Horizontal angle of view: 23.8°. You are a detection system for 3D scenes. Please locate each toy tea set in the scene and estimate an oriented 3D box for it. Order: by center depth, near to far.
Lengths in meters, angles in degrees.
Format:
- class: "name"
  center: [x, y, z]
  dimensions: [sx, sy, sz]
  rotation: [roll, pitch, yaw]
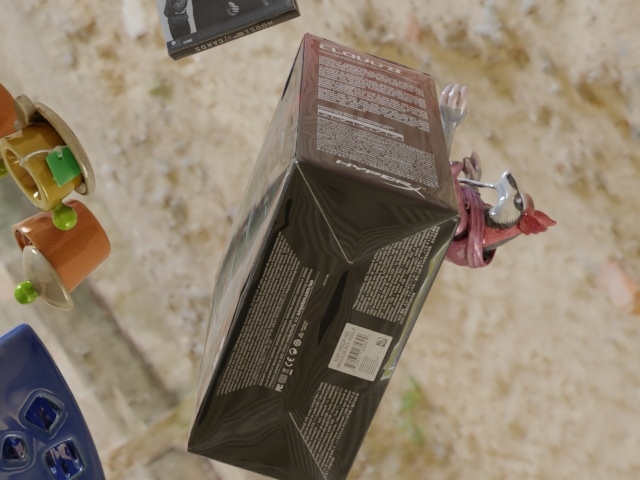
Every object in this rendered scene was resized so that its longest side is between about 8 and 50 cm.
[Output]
- class: "toy tea set"
  center: [-0.291, -0.084, 1.217]
  dimensions: [0.336, 0.124, 0.200]
  rotation: [57, 159, -7]

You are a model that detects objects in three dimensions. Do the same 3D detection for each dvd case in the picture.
- class: "dvd case"
  center: [-0.137, -0.369, 1.979]
  dimensions: [0.029, 0.179, 0.238]
  rotation: [49, -155, -66]

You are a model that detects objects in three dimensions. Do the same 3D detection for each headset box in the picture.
- class: "headset box"
  center: [0.000, 0.000, 1.058]
  dimensions: [0.293, 0.110, 0.218]
  rotation: [-88, 18, -65]

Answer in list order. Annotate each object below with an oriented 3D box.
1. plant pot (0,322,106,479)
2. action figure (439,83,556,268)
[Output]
- class: "plant pot"
  center: [-0.273, 0.233, 1.164]
  dimensions: [0.212, 0.236, 0.236]
  rotation: [51, 151, 1]
- class: "action figure"
  center: [0.102, -0.031, 1.852]
  dimensions: [0.370, 0.275, 0.248]
  rotation: [13, 163, 31]
